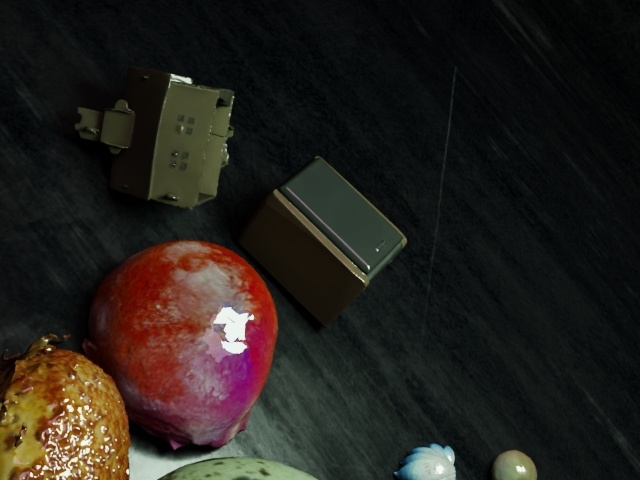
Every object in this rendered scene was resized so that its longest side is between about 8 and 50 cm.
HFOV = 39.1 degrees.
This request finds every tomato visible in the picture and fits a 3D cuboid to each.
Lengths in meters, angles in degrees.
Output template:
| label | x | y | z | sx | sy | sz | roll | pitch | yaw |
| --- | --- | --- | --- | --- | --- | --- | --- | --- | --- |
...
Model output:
| label | x | y | z | sx | sy | sz | roll | pitch | yaw |
| --- | --- | --- | --- | --- | --- | --- | --- | --- | --- |
| tomato | -0.197 | 0.137 | 1.370 | 0.289 | 0.176 | 0.335 | 19 | 54 | -20 |

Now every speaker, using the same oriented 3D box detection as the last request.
| label | x | y | z | sx | sy | sz | roll | pitch | yaw |
| --- | --- | --- | --- | --- | --- | --- | --- | --- | --- |
| speaker | 0.000 | 0.000 | 1.584 | 0.231 | 0.192 | 0.153 | 44 | 48 | 3 |

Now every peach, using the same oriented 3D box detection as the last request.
| label | x | y | z | sx | sy | sz | roll | pitch | yaw |
| --- | --- | --- | --- | --- | --- | --- | --- | --- | --- |
| peach | 0.348 | 0.418 | 1.624 | 0.083 | 0.083 | 0.083 | 17 | 54 | -25 |

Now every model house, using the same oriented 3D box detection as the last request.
| label | x | y | z | sx | sy | sz | roll | pitch | yaw |
| --- | --- | --- | --- | --- | --- | --- | --- | --- | --- |
| model house | -0.284 | -0.181 | 1.529 | 0.243 | 0.211 | 0.204 | 12 | 6 | 5 |

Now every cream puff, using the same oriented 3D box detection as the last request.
| label | x | y | z | sx | sy | sz | roll | pitch | yaw |
| --- | --- | --- | --- | --- | --- | --- | --- | --- | --- |
| cream puff | -0.350 | 0.296 | 1.074 | 0.228 | 0.350 | 0.350 | 39 | 47 | -16 |

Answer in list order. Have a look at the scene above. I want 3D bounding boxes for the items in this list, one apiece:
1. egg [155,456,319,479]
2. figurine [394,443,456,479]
| label | x | y | z | sx | sy | sz | roll | pitch | yaw |
| --- | --- | --- | --- | --- | --- | --- | --- | --- | --- |
| egg | -0.094 | 0.427 | 1.174 | 0.379 | 0.287 | 0.288 | 5 | 59 | -30 |
| figurine | 0.178 | 0.399 | 1.534 | 0.114 | 0.079 | 0.114 | -2 | 69 | 5 |
